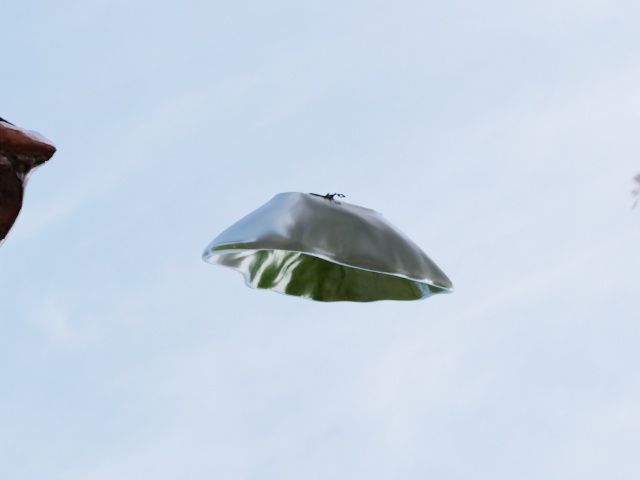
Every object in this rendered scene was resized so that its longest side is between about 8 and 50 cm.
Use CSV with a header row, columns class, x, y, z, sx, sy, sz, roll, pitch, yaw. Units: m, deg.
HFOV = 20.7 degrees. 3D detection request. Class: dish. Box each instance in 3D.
class,x,y,z,sx,sy,sz,roll,pitch,yaw
dish,0.000,0.000,0.826,0.091,0.137,0.039,-5,-105,35

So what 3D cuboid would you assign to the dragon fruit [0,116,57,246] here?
class,x,y,z,sx,sy,sz,roll,pitch,yaw
dragon fruit,-0.203,-0.011,0.932,0.192,0.092,0.122,-25,-89,60
